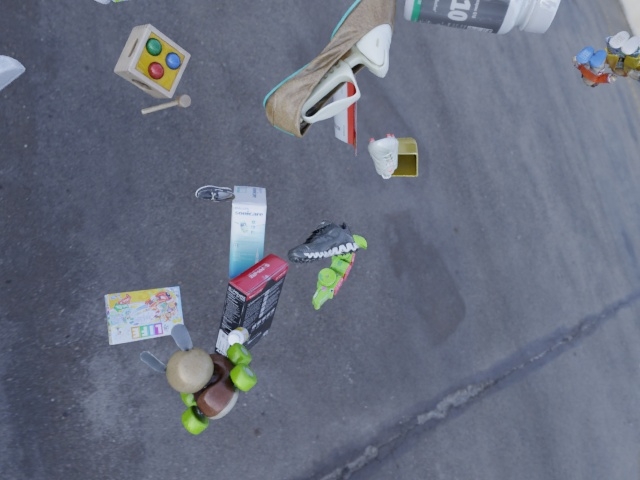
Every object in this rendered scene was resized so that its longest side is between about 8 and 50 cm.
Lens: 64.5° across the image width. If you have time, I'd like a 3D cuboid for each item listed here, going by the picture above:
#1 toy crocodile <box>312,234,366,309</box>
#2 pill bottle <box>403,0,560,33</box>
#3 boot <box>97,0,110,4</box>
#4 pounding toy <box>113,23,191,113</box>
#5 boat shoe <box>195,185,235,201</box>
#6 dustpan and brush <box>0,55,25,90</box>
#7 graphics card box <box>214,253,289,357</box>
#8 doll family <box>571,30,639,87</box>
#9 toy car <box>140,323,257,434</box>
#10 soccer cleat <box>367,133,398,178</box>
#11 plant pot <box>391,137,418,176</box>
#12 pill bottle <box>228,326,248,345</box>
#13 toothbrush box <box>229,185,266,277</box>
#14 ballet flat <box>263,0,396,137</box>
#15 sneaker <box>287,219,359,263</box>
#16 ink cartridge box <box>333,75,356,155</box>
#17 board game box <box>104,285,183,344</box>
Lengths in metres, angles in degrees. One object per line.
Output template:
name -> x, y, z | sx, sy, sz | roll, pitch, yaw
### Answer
toy crocodile -> 0.067, 0.117, 1.935 | 0.105, 0.115, 0.340 | 27, 60, 9
pill bottle -> 0.406, -0.642, 1.287 | 0.361, 0.204, 0.204 | 10, 58, 6
boot -> -0.600, -0.752, 1.360 | 0.095, 0.123, 0.258 | 8, 44, -47
pounding toy -> -0.401, -0.404, 1.288 | 0.206, 0.094, 0.181 | 29, 80, -47
boat shoe -> -0.324, -0.141, 1.576 | 0.125, 0.046, 0.038 | 0, 34, -41
dustpan and brush -> -0.819, -0.406, 1.219 | 0.147, 0.211, 0.060 | -40, 106, -4
graphics card box -> -0.249, 0.246, 1.815 | 0.094, 0.370, 0.233 | 31, 39, 19
doll family -> 0.631, -0.321, 0.989 | 0.263, 0.118, 0.163 | 46, 18, 24
toy car -> -0.245, 0.243, 0.972 | 0.155, 0.149, 0.188 | -42, 115, 1
soccer cleat -> 0.148, -0.188, 1.149 | 0.196, 0.068, 0.076 | 10, 68, -81
plant pot -> 0.214, -0.223, 1.316 | 0.081, 0.082, 0.083 | 77, 20, -50
pill bottle -> -0.222, 0.259, 1.357 | 0.083, 0.044, 0.043 | 18, 53, -85
toothbrush box -> -0.273, -0.033, 1.900 | 0.126, 0.295, 0.216 | 4, 24, -9
ballet flat -> 0.045, -0.321, 0.945 | 0.124, 0.342, 0.116 | 48, 4, 19
sneaker -> 0.000, 0.000, 1.353 | 0.234, 0.078, 0.106 | -10, 83, -40
ink cartridge box -> 0.059, -0.342, 1.286 | 0.232, 0.066, 0.189 | -83, 172, -58
board game box -> -0.374, 0.158, 1.084 | 0.154, 0.026, 0.103 | -4, 84, -40
